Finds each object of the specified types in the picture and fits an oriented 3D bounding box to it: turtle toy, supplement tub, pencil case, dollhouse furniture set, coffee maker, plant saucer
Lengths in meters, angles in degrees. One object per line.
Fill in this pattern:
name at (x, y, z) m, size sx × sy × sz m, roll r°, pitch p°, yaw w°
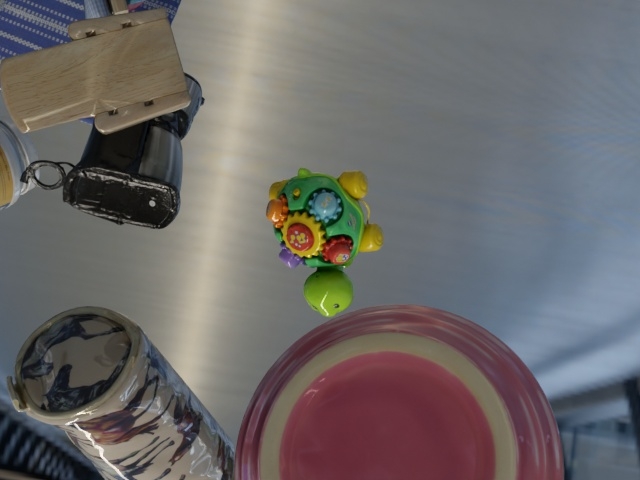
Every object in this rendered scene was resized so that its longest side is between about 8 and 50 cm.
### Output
turtle toy at (0.000, 0.000, 0.963) m, size 0.095 × 0.130 × 0.066 m, roll -7°, pitch -160°, yaw 31°
supplement tub at (-0.533, -0.097, 1.664) m, size 0.144 × 0.144 × 0.199 m, roll -6°, pitch -162°, yaw 47°
pencil case at (-0.246, 0.237, 1.447) m, size 0.160 × 0.183 × 0.410 m, roll 42°, pitch 166°, yaw 33°
dollhouse furniture set at (-0.245, -0.207, 0.911) m, size 0.198 × 0.286 × 0.303 m, roll -16°, pitch -176°, yaw -9°
coffee maker at (-0.228, -0.124, 1.292) m, size 0.171 × 0.178 × 0.120 m, roll 28°, pitch 140°, yaw -29°
plant saucer at (0.070, 0.218, 1.104) m, size 0.332 × 0.332 × 0.084 m, roll 6°, pitch 164°, yaw 14°

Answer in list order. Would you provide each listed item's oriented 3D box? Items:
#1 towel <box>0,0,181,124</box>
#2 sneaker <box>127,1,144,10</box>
towel at (-0.302, -0.329, 1.513) m, size 0.243 × 0.336 × 0.040 m, roll 21°, pitch 176°, yaw 14°
sneaker at (-0.201, -0.304, 1.285) m, size 0.128 × 0.087 × 0.221 m, roll 0°, pitch -173°, yaw 10°
